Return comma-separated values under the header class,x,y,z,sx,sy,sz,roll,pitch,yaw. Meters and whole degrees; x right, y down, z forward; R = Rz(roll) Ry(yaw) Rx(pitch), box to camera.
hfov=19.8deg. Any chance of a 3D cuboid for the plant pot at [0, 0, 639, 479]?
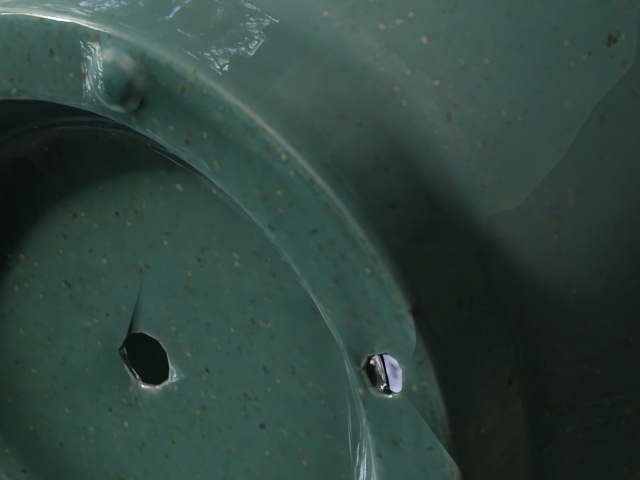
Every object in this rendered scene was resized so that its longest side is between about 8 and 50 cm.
class,x,y,z,sx,sy,sz,roll,pitch,yaw
plant pot,0.000,0.000,0.446,0.196,0.293,0.293,-35,-31,-50
